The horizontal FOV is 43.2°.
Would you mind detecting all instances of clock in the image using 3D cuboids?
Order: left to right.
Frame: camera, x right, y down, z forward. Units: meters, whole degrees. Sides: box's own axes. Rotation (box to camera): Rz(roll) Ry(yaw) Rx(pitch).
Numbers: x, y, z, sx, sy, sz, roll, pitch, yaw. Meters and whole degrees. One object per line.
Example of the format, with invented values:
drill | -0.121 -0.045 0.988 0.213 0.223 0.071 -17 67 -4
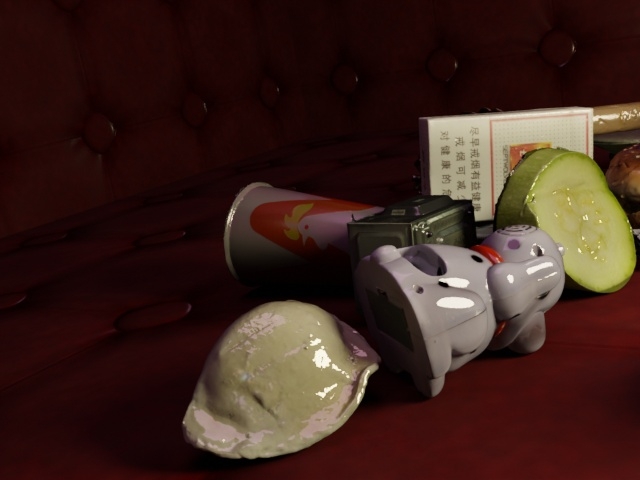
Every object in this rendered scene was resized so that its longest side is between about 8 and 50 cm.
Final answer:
clock | 0.191 0.064 0.990 0.254 0.188 0.189 -16 14 -19

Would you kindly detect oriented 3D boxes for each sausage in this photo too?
sausage | 0.585 -0.252 1.676 0.301 0.065 0.066 -7 13 1

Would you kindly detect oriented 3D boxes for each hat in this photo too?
hat | 0.678 -0.162 1.662 0.257 0.130 0.257 -7 11 1

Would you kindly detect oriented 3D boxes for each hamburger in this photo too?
hamburger | 0.642 -0.102 1.443 0.286 0.146 0.243 -19 23 -39

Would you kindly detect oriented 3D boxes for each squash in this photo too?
squash | 0.361 -0.034 1.186 0.220 0.220 0.133 -18 13 -31

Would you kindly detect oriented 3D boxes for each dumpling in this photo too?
dumpling | -0.036 0.156 0.913 0.179 0.131 0.252 22 39 25

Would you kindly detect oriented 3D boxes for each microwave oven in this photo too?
microwave oven | 0.152 0.022 1.229 0.129 0.163 0.205 2 15 35

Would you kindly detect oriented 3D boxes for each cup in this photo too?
cup | 0.000 0.000 1.418 0.288 0.203 0.203 7 20 31

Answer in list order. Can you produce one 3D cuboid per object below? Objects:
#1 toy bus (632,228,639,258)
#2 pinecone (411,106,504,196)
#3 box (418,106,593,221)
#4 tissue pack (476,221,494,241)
toy bus | 0.519 0.012 1.260 0.052 0.037 0.130 -5 15 12
pinecone | 0.342 -0.160 1.756 0.309 0.244 0.244 -32 20 -18
box | 0.368 -0.149 1.602 0.330 0.210 0.095 -5 11 -3
tissue pack | 0.359 -0.015 1.515 0.193 0.026 0.123 5 19 44
